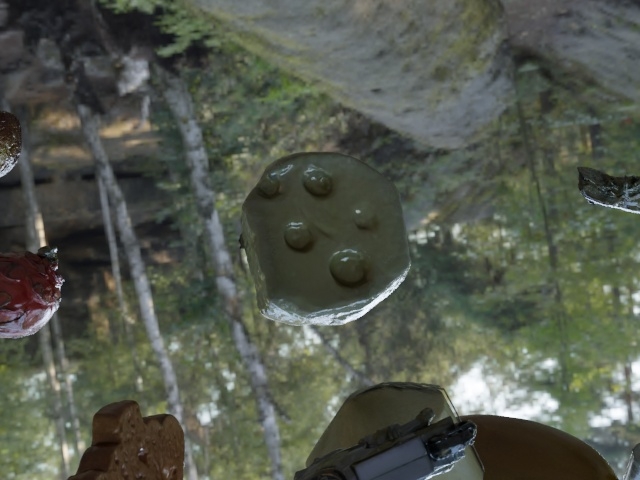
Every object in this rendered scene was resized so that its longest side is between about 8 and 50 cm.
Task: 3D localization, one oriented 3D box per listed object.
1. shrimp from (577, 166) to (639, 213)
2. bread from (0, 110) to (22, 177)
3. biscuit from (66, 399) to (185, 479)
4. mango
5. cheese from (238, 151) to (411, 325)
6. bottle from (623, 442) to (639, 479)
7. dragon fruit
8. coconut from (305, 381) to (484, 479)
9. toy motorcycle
[{"bbox_3d":[0.493,-0.086,1.286,0.253,0.058,0.173,7,155,-25],"label":"shrimp"},{"bbox_3d":[-0.391,-0.116,1.073,0.053,0.085,0.085,17,-172,19],"label":"bread"},{"bbox_3d":[-0.193,0.327,0.970,0.043,0.307,0.284,-14,-179,11],"label":"biscuit"},{"bbox_3d":[0.387,0.493,1.796,0.445,0.232,0.300,5,-148,31],"label":"mango"},{"bbox_3d":[0.000,0.000,1.583,0.326,0.318,0.115,-50,177,-24],"label":"cheese"},{"bbox_3d":[0.630,0.479,1.779,0.060,0.060,0.217,-7,135,-2],"label":"bottle"},{"bbox_3d":[-0.586,0.101,1.712,0.209,0.172,0.172,-32,-166,-35],"label":"dragon fruit"},{"bbox_3d":[0.133,0.402,1.623,0.322,0.323,0.323,-7,179,0],"label":"coconut"},{"bbox_3d":[0.051,0.242,0.941,0.225,0.073,0.152,-20,172,-22],"label":"toy motorcycle"}]
